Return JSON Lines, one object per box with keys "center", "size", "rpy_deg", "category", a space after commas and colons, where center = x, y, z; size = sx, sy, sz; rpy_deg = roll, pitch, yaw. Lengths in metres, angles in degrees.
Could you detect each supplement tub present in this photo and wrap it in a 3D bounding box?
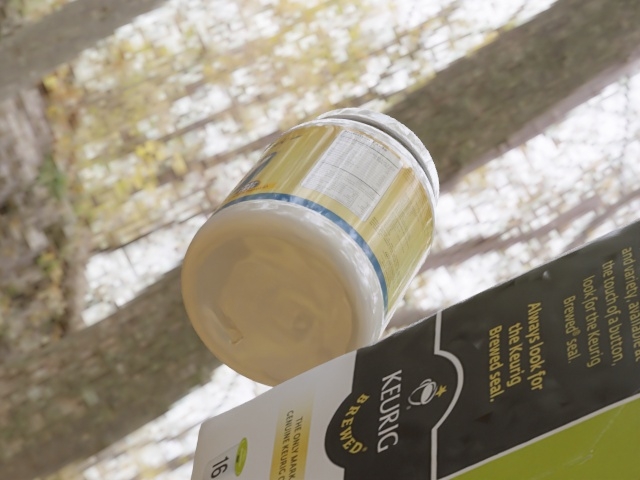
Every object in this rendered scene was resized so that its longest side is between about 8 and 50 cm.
{"center": [0.000, 0.000, 1.205], "size": [0.144, 0.199, 0.144], "rpy_deg": [9, -59, 16], "category": "supplement tub"}

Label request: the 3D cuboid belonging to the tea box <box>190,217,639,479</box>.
{"center": [0.131, 0.168, 0.512], "size": [0.324, 0.329, 0.220], "rpy_deg": [-27, -61, 21], "category": "tea box"}
